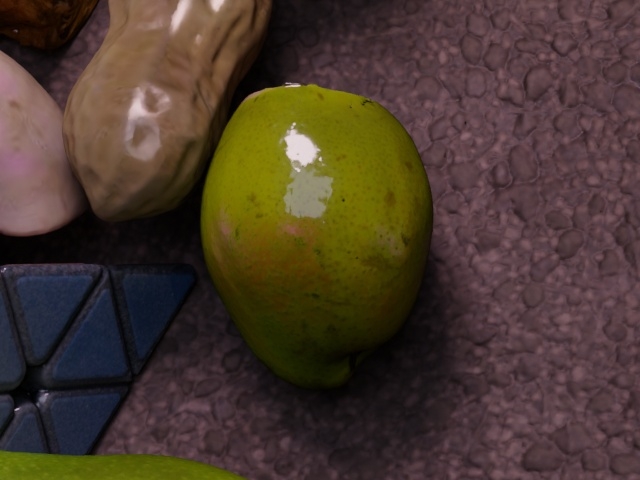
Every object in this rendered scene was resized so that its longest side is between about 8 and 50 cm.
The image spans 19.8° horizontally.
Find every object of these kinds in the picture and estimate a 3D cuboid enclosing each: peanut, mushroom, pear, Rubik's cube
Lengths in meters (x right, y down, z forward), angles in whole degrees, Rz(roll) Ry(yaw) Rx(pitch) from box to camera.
[{"bbox_3d":[-0.118,-0.141,1.422,0.149,0.149,0.313,8,53,13],"label":"peanut"},{"bbox_3d":[-0.266,-0.094,1.399,0.173,0.162,0.236,-8,27,-8],"label":"mushroom"},{"bbox_3d":[0.000,0.000,1.357,0.187,0.187,0.220,-4,82,8],"label":"pear"},{"bbox_3d":[-0.263,0.088,1.385,0.233,0.228,0.229,35,31,-15],"label":"Rubik's cube"}]

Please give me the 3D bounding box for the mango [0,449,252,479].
[{"bbox_3d":[-0.130,0.237,1.272,0.343,0.156,0.192,23,77,-3],"label":"mango"}]

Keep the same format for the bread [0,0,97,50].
[{"bbox_3d":[-0.258,-0.253,1.522,0.143,0.149,0.158,18,67,14],"label":"bread"}]
